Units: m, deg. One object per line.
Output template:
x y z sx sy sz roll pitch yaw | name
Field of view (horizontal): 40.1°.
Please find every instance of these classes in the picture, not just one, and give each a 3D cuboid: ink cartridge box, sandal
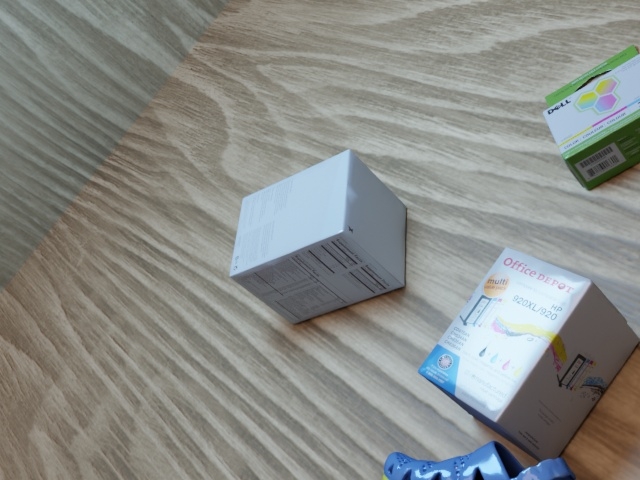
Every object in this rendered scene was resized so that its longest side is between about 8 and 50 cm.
0.475 -0.238 1.484 0.189 0.097 0.255 -31 42 22 | ink cartridge box
0.227 0.339 1.202 0.317 0.126 0.138 9 83 38 | sandal
0.298 0.162 1.258 0.232 0.168 0.171 -53 37 -7 | ink cartridge box

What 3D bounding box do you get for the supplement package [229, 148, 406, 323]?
0.000 0.000 1.662 0.263 0.198 0.199 -22 45 31 | supplement package
